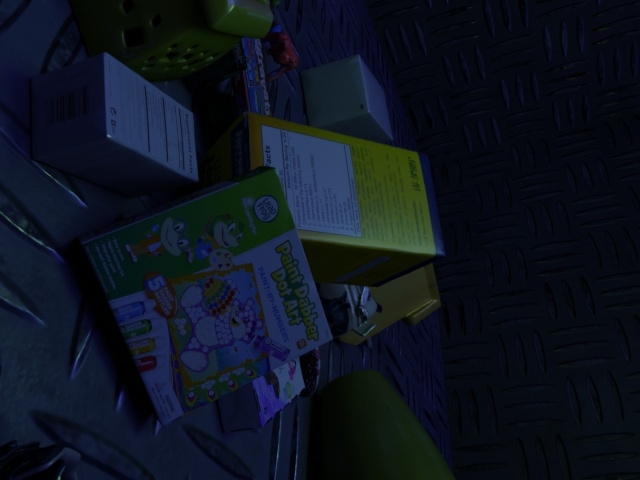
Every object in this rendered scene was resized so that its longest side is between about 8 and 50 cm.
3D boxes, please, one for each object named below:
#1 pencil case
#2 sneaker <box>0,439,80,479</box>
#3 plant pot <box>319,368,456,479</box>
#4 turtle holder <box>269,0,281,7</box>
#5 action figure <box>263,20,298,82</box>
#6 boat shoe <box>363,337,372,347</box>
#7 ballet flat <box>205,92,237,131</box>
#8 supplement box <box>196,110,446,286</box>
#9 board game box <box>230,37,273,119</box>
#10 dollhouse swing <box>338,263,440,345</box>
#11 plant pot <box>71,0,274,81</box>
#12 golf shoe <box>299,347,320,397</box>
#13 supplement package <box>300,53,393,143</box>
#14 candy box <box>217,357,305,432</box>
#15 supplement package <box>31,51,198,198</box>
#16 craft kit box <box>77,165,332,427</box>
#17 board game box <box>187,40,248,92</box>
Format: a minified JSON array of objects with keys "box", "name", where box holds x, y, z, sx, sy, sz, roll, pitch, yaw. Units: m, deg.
[{"box":[0.000,0.000,1.257,0.160,0.184,0.410,-34,115,-38],"name":"pencil case"},{"box":[-0.259,0.188,0.393,0.226,0.164,0.086,13,68,-69],"name":"sneaker"},{"box":[0.110,0.424,1.245,0.275,0.275,0.293,48,20,-57],"name":"plant pot"},{"box":[-0.091,-0.680,1.350,0.227,0.243,0.320,51,37,-21],"name":"turtle holder"},{"box":[-0.126,-0.405,1.328,0.280,0.139,0.091,-116,-179,-63],"name":"action figure"},{"box":[0.111,0.228,1.675,0.049,0.040,0.142,-43,120,-80],"name":"boat shoe"},{"box":[-0.149,-0.253,1.160,0.206,0.067,0.073,-53,130,-66],"name":"ballet flat"},{"box":[-0.002,-0.049,1.000,0.357,0.195,0.194,8,66,-33],"name":"supplement box"},{"box":[-0.124,-0.285,1.080,0.145,0.027,0.281,-20,102,-78],"name":"board game box"},{"box":[0.115,0.045,1.594,0.315,0.305,0.346,-124,-166,-63],"name":"dollhouse swing"},{"box":[-0.201,-0.363,0.857,0.228,0.207,0.227,-44,119,-70],"name":"plant pot"},{"box":[-0.029,0.218,1.215,0.086,0.068,0.186,38,43,-65],"name":"golf shoe"},{"box":[0.084,-0.386,1.772,0.293,0.178,0.175,17,63,-70],"name":"supplement package"},{"box":[-0.103,0.197,1.000,0.196,0.070,0.164,-13,91,-72],"name":"candy box"},{"box":[-0.242,-0.130,0.740,0.179,0.105,0.105,29,51,-67],"name":"supplement package"},{"box":[-0.132,0.065,0.763,0.061,0.247,0.249,14,-54,61],"name":"craft kit box"},{"box":[-0.190,-0.355,1.014,0.026,0.126,0.186,-11,90,-50],"name":"board game box"}]
